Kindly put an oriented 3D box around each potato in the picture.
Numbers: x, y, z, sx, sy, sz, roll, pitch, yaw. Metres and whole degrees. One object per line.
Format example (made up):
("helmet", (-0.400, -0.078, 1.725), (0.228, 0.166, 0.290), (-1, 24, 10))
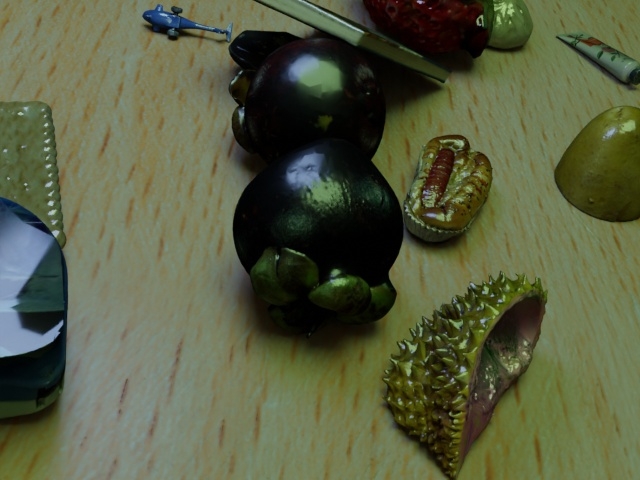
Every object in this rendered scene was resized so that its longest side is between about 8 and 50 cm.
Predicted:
("potato", (0.505, -0.148, 1.455), (0.203, 0.158, 0.178), (-20, 49, -29))

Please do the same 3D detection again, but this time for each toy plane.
("toy plane", (-0.249, -0.404, 1.602), (0.167, 0.054, 0.062), (11, 14, -4))

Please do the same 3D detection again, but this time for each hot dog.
("hot dog", (0.198, -0.082, 1.345), (0.131, 0.069, 0.253), (22, 42, 8))

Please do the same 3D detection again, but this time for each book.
("book", (0.036, -0.372, 1.504), (0.300, 0.039, 0.428), (30, 15, 21))

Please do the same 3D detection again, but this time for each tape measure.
("tape measure", (-0.406, 0.072, 0.924), (0.259, 0.138, 0.262), (3, 43, -16))

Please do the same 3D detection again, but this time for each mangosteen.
("mangosteen", (0.000, 0.000, 1.090), (0.243, 0.243, 0.243), (9, 40, -7))
("mangosteen", (-0.030, -0.191, 1.311), (0.265, 0.228, 0.228), (-4, 29, 34))

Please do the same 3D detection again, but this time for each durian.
("durian", (0.189, 0.123, 1.048), (0.153, 0.186, 0.260), (36, 31, 14))

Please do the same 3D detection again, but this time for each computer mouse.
("computer mouse", (-0.082, -0.331, 1.555), (0.192, 0.062, 0.106), (-10, 45, -35))

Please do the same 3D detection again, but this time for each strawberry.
("strawberry", (0.206, -0.524, 1.698), (0.310, 0.292, 0.292), (12, 40, 3))

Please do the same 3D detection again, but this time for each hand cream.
("hand cream", (0.615, -0.407, 1.874), (0.080, 0.050, 0.234), (-13, 41, -24))

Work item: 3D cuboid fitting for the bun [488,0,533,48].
("bun", (0.376, -0.494, 1.853), (0.183, 0.102, 0.183), (11, 38, -8))

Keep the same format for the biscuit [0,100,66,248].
("biscuit", (-0.464, -0.085, 1.163), (0.217, 0.044, 0.325), (-4, 44, -20))
